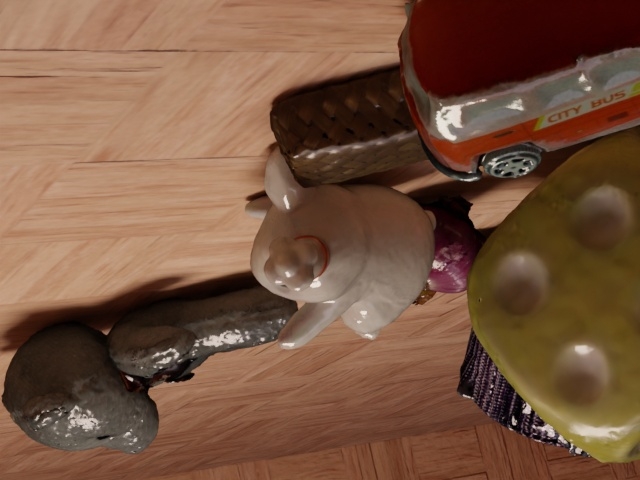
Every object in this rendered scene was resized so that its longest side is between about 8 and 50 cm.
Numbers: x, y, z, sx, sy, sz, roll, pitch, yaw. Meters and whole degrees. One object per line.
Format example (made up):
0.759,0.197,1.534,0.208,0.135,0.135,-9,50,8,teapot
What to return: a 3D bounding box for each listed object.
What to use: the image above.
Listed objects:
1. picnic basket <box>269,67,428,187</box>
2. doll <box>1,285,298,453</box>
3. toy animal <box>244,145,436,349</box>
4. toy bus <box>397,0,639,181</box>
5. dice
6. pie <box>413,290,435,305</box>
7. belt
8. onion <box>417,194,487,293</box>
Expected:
0.061,-0.089,1.099,0.193,0.055,0.110,-15,166,0,picnic basket
-0.179,0.147,1.591,0.340,0.158,0.246,-13,178,-12,doll
-0.007,0.007,1.252,0.138,0.141,0.282,-31,163,27,toy animal
0.172,-0.131,0.924,0.265,0.121,0.120,-16,157,16,toy bus
0.295,0.050,1.348,0.238,0.233,0.226,-49,156,23,dice
0.128,0.028,1.660,0.088,0.033,0.191,-27,162,3,pie
0.316,0.137,1.801,0.260,0.122,0.325,14,-151,16,belt
0.113,0.000,1.429,0.115,0.104,0.115,30,172,5,onion
